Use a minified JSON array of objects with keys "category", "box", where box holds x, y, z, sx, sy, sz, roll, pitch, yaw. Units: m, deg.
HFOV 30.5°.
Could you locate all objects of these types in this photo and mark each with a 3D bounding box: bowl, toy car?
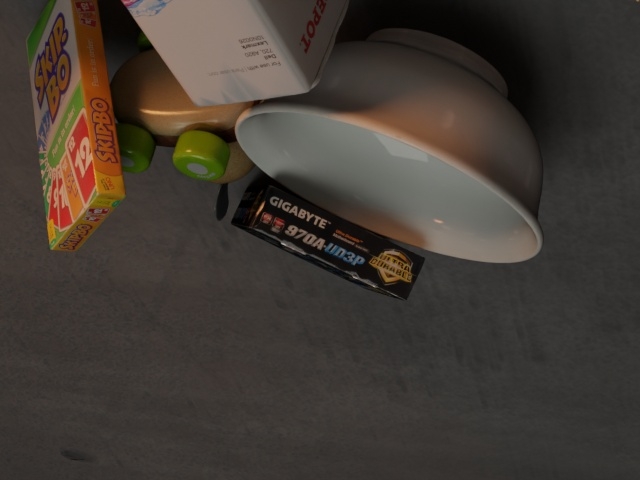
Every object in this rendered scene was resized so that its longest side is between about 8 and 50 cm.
[{"category":"bowl","box":[0.081,-0.100,1.068,0.298,0.134,0.298,21,166,5]},{"category":"toy car","box":[-0.119,-0.107,1.187,0.149,0.155,0.188,7,155,16]}]

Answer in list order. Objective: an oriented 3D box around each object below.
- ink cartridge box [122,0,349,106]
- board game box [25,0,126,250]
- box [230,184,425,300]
[{"category":"ink cartridge box","box":[-0.086,-0.269,0.899,0.117,0.201,0.278,-4,139,30]},{"category":"board game box","box":[-0.238,-0.132,1.119,0.039,0.259,0.124,5,153,-32]},{"category":"box","box":[0.000,0.000,1.248,0.175,0.051,0.220,26,177,-9]}]
